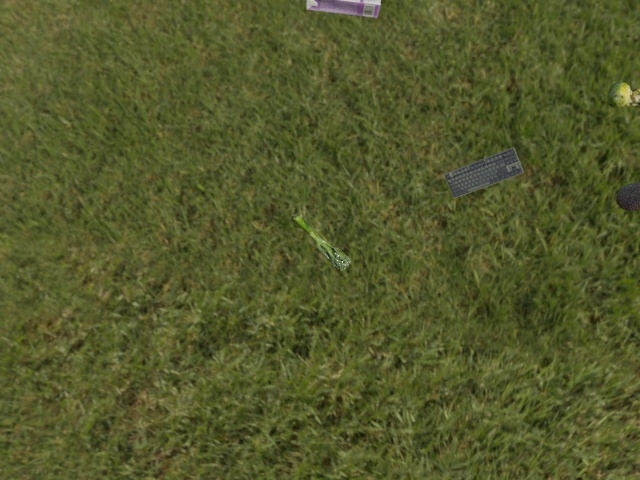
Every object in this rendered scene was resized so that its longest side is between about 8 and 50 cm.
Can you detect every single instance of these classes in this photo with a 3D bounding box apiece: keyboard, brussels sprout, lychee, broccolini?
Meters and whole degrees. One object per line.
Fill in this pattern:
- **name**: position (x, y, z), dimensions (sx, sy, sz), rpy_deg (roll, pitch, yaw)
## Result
- **keyboard**: position (0.284, -0.117, 1.151), dimensions (0.129, 0.015, 0.049), rpy_deg (-20, 94, 24)
- **brussels sprout**: position (0.558, -0.257, 1.183), dimensions (0.083, 0.051, 0.046), rpy_deg (14, 104, 6)
- **lychee**: position (0.705, -0.096, 1.483), dimensions (0.083, 0.068, 0.067), rpy_deg (-49, 24, 32)
- **broccolini**: position (0.000, 0.000, 1.040), dimensions (0.030, 0.140, 0.035), rpy_deg (-39, 33, 9)

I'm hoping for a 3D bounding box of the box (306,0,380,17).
- **box**: position (0.036, -0.384, 1.028), dimensions (0.117, 0.036, 0.051), rpy_deg (8, 71, 0)
